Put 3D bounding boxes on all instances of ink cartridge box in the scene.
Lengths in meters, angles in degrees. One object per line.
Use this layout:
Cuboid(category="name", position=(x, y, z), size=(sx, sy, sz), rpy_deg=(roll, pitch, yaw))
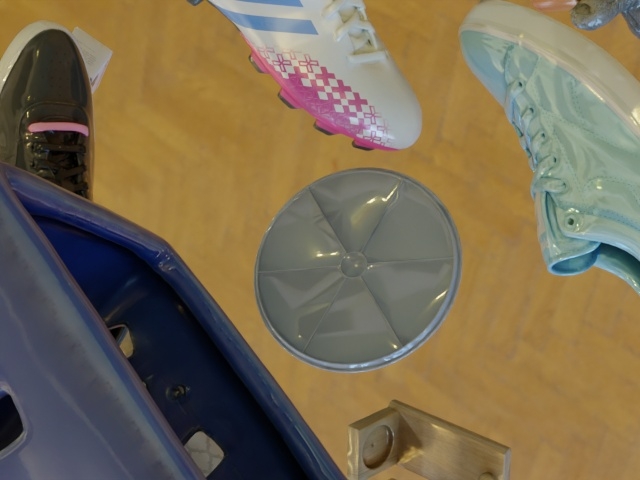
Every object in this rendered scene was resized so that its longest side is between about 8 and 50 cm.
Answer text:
Cuboid(category="ink cartridge box", position=(-0.315, -0.176, 1.525), size=(0.056, 0.135, 0.099), rpy_deg=(33, 153, -7))

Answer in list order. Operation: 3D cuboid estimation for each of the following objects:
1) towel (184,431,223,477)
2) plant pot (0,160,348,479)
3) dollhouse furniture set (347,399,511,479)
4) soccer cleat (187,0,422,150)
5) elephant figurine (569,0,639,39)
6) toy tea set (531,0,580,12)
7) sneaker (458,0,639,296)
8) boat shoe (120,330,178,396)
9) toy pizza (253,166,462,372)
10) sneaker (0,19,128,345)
Cuboid(category="towel", position=(-0.105, 0.279, 0.751), size=(0.317, 0.331, 0.053), rpy_deg=(43, 143, 27))
Cuboid(category="plant pot", position=(-0.137, 0.127, 0.645), size=(0.212, 0.236, 0.236), rpy_deg=(-39, 71, 7))
Cuboid(category="dollhouse furniture set", position=(0.053, 0.232, 0.995), size=(0.123, 0.151, 0.144), rpy_deg=(17, 115, 42))
Cuboid(category="soccer cleat", position=(-0.014, -0.219, 1.148), size=(0.331, 0.116, 0.143), rpy_deg=(41, 126, -8))
Cuboid(category="elephant figurine", position=(0.412, -0.283, 1.450), size=(0.186, 0.239, 0.169), rpy_deg=(26, 168, 13))
Cuboid(category="toy tea set", position=(0.237, -0.378, 1.399), size=(0.124, 0.336, 0.200), rpy_deg=(-9, 74, 36))
Cuboid(category="sneaker", position=(0.222, -0.056, 1.070), size=(0.366, 0.150, 0.135), rpy_deg=(46, 172, 22))
Cuboid(category="boat shoe", position=(-0.130, 0.141, 1.286), size=(0.123, 0.116, 0.324), rpy_deg=(-35, 73, 28))
Cuboid(category="toy pizza", position=(0.035, 0.028, 1.178), size=(0.201, 0.201, 0.032), rpy_deg=(42, 177, 27))
Cuboid(category="sneaker", position=(-0.202, -0.024, 1.015), size=(0.147, 0.104, 0.296), rpy_deg=(16, 102, 48))
